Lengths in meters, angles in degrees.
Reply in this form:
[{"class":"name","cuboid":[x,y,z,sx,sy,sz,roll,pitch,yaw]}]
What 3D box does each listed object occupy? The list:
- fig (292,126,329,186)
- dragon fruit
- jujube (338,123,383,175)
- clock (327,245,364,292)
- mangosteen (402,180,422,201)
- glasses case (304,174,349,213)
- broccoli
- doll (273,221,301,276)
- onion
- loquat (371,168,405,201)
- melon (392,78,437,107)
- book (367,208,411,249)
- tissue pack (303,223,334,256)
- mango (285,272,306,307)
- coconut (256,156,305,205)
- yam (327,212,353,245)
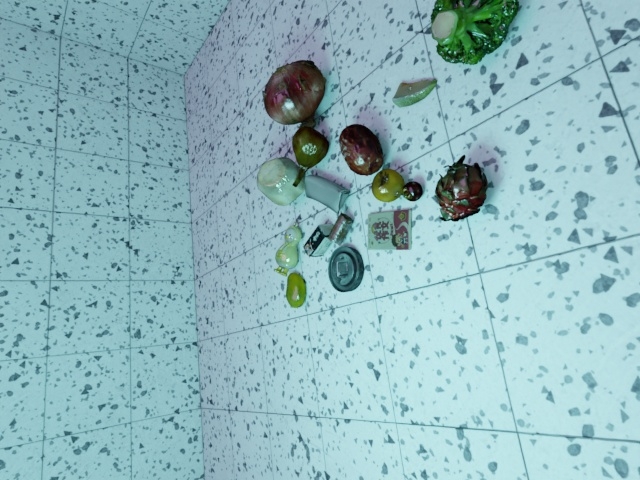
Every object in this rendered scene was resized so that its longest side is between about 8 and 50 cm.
[{"class":"fig","cuboid":[-0.088,-0.426,2.036,0.290,0.191,0.190,-55,46,16]},{"class":"dragon fruit","cuboid":[0.467,-0.164,1.345,0.182,0.182,0.188,40,158,46]},{"class":"jujube","cuboid":[0.171,-0.385,1.728,0.183,0.184,0.243,-56,46,32]},{"class":"clock","cuboid":[0.116,0.132,1.862,0.215,0.042,0.214,-7,82,52]},{"class":"mangosteen","cuboid":[0.355,-0.192,1.562,0.081,0.081,0.080,-7,81,51]},{"class":"glasses case","cuboid":[0.033,-0.231,1.973,0.308,0.083,0.128,34,119,48]},{"class":"broccoli","cuboid":[0.475,-0.719,1.300,0.298,0.297,0.297,21,128,30]},{"class":"doll","cuboid":[-0.175,0.043,2.178,0.141,0.117,0.295,19,102,48]},{"class":"onion","cuboid":[-0.134,-0.750,2.051,0.354,0.354,0.353,-7,81,51]},{"class":"loquat","cuboid":[0.271,-0.218,1.625,0.141,0.141,0.140,-7,81,51]},{"class":"melon","cuboid":[0.376,-0.593,1.610,0.182,0.054,0.097,17,85,51]},{"class":"book","cuboid":[0.283,-0.040,1.683,0.232,0.022,0.162,-2,85,51]},{"class":"tissue pack","cuboid":[-0.001,0.001,1.977,0.090,0.103,0.170,57,129,29]},{"class":"mango","cuboid":[-0.132,0.260,2.129,0.122,0.086,0.190,-19,73,53]},{"class":"coconut","cuboid":[-0.201,-0.314,2.166,0.245,0.247,0.244,-8,69,22]},{"class":"yam","cuboid":[0.093,-0.052,1.866,0.079,0.079,0.141,41,106,46]}]
